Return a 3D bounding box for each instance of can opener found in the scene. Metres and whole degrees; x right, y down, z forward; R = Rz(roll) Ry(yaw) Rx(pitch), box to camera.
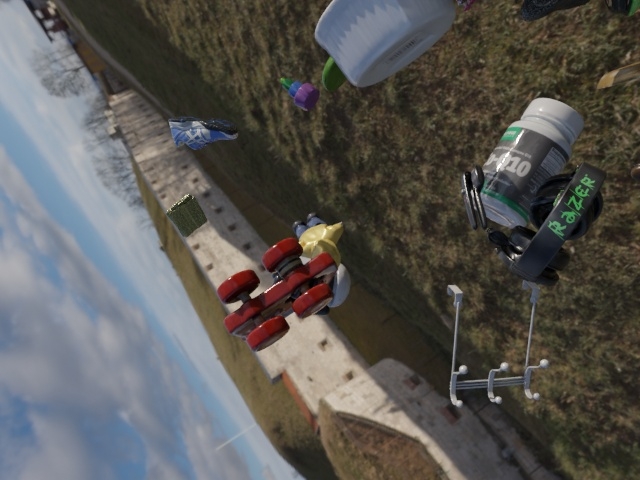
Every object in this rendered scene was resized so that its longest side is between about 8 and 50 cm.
[{"bbox_3d":[0.404,-0.109,1.265,0.073,0.059,0.186,67,-156,-63],"label":"can opener"}]

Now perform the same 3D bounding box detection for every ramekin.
[{"bbox_3d":[0.139,-0.439,0.980,0.135,0.277,0.277,58,167,1],"label":"ramekin"}]

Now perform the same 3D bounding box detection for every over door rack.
[{"bbox_3d":[0.463,0.274,1.258,0.108,0.240,0.324,-150,58,-82],"label":"over door rack"}]

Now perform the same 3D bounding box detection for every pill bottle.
[{"bbox_3d":[0.620,-0.231,1.455,0.204,0.361,0.204,33,-179,0],"label":"pill bottle"}]

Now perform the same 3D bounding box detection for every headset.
[{"bbox_3d":[0.453,-0.029,1.007,0.185,0.243,0.394,33,174,20],"label":"headset"}]

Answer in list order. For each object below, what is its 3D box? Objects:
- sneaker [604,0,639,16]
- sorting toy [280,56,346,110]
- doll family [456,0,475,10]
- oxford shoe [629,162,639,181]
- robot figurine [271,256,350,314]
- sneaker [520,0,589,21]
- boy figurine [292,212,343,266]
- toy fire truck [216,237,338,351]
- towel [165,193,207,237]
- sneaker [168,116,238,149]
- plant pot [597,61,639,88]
[{"bbox_3d":[0.534,-0.643,1.001,0.483,0.185,0.202,25,163,-32],"label":"sneaker"},{"bbox_3d":[0.027,-0.501,1.281,0.126,0.365,0.127,38,163,14],"label":"sorting toy"},{"bbox_3d":[0.529,-0.922,1.612,0.163,0.118,0.263,58,158,5],"label":"doll family"},{"bbox_3d":[1.030,-0.177,1.418,0.227,0.096,0.082,30,143,47],"label":"oxford shoe"},{"bbox_3d":[-0.032,0.148,1.705,0.173,0.278,0.209,-160,78,-77],"label":"robot figurine"},{"bbox_3d":[0.782,-0.774,1.515,0.286,0.130,0.109,-15,70,47],"label":"sneaker"},{"bbox_3d":[0.000,0.000,1.474,0.092,0.177,0.285,62,176,-28],"label":"boy figurine"},{"bbox_3d":[-0.091,0.139,1.165,0.169,0.302,0.254,54,176,15],"label":"toy fire truck"},{"bbox_3d":[-0.448,-0.083,1.614,0.027,0.110,0.148,41,163,34],"label":"towel"},{"bbox_3d":[-0.318,-0.294,1.320,0.211,0.080,0.081,11,114,22],"label":"sneaker"},{"bbox_3d":[0.778,-0.412,1.123,0.032,0.236,0.236,70,166,-9],"label":"plant pot"}]
